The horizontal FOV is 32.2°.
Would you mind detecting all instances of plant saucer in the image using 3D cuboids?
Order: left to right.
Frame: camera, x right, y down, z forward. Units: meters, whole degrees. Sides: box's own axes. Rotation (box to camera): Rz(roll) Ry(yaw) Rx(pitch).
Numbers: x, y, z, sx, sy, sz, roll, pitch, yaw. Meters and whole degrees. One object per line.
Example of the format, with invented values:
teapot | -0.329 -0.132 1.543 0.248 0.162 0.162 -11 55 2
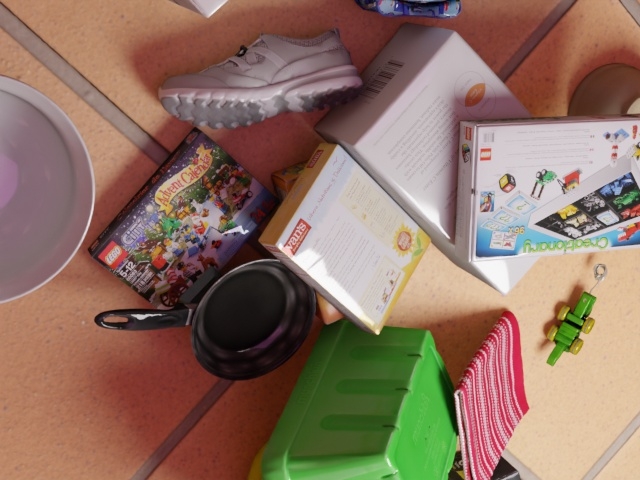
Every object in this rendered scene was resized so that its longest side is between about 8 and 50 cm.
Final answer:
plant saucer | -0.124 0.115 1.628 0.067 0.018 0.192 -46 131 -3

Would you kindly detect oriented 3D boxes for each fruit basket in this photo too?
fruit basket | 0.003 0.321 1.627 0.392 0.392 0.283 -29 113 -10

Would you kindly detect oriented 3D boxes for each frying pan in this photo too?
frying pan | -0.156 0.129 1.570 0.326 0.053 0.197 -17 123 -22

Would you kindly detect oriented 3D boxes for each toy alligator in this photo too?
toy alligator | 0.431 0.126 1.849 0.189 0.056 0.051 -62 157 3

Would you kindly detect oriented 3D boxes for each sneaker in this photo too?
sneaker | -0.089 -0.230 1.545 0.281 0.105 0.115 -9 74 -14

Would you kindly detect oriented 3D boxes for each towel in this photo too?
towel | 0.271 0.251 1.738 0.031 0.275 0.198 0 112 26

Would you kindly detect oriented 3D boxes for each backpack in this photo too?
backpack | 0.136 -0.366 1.528 0.158 0.173 0.116 -2 106 -21

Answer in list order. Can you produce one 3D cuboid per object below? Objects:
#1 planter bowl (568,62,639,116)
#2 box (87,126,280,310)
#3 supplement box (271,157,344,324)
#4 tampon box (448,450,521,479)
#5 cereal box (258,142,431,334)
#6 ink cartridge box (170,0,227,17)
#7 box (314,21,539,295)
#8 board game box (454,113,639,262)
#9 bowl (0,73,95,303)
planter bowl | 0.487 -0.191 1.744 0.162 0.109 0.162 -6 108 -18
box | -0.192 -0.021 1.575 0.159 0.044 0.233 41 88 -26
supplement box | 0.000 0.000 1.636 0.078 0.080 0.233 -21 113 -15
tampon box | 0.271 0.440 1.837 0.101 0.120 0.161 -20 111 -15
cereal box | 0.041 0.000 1.577 0.240 0.047 0.173 43 70 -34
ink cartridge box | -0.142 -0.374 1.398 0.158 0.218 0.092 -42 120 -5
box | 0.198 -0.120 1.625 0.345 0.168 0.215 43 87 -25
board game box | 0.338 -0.077 1.567 0.305 0.053 0.193 -4 104 -21
bowl | -0.446 -0.075 1.417 0.298 0.134 0.297 -6 107 -20
